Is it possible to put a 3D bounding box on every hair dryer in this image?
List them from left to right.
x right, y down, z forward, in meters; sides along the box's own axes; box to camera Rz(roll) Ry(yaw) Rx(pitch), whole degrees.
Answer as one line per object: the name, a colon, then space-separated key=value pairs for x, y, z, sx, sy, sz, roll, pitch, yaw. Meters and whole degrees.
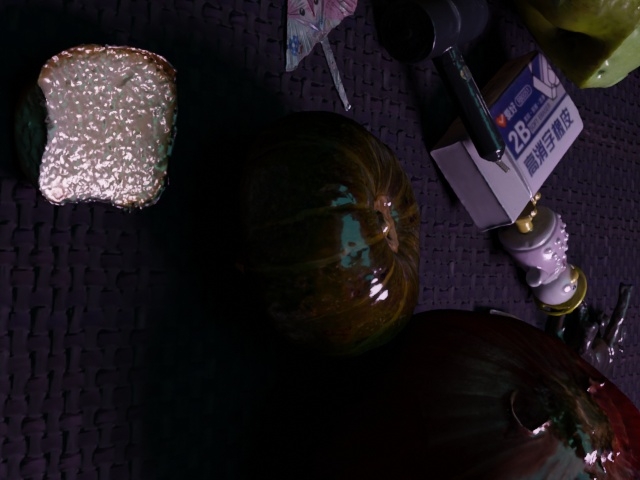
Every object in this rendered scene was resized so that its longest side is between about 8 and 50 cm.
hair dryer: x=0.159 y=-0.174 z=0.996 sx=0.124 sy=0.071 sz=0.219 roll=-28 pitch=93 yaw=-43

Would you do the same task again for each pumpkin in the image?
pumpkin: x=0.000 y=0.000 z=0.808 sx=0.219 sy=0.162 sz=0.219 roll=-13 pitch=90 yaw=-71

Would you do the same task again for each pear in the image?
pear: x=0.339 y=-0.339 z=1.076 sx=0.238 sy=0.342 sz=0.318 roll=43 pitch=52 yaw=6

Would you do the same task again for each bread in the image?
bread: x=-0.169 y=-0.085 z=0.691 sx=0.129 sy=0.044 sz=0.126 roll=-2 pitch=100 yaw=-51

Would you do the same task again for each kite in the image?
kite: x=0.005 y=-0.202 z=0.909 sx=0.137 sy=0.005 sz=0.152 roll=-51 pitch=127 yaw=-33

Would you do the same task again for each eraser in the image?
eraser: x=0.228 y=-0.122 z=1.102 sx=0.210 sy=0.068 sz=0.124 roll=-47 pitch=112 yaw=-36

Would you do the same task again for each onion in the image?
onion: x=0.139 y=0.213 z=0.850 sx=0.341 sy=0.341 sz=0.341 roll=-2 pitch=92 yaw=-48

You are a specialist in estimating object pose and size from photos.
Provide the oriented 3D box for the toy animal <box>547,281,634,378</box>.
toy animal: x=0.382 y=0.148 z=1.283 sx=0.233 sy=0.085 sz=0.148 roll=-30 pitch=114 yaw=-48

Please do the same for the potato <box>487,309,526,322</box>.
potato: x=0.233 y=0.112 z=1.156 sx=0.093 sy=0.036 sz=0.037 roll=20 pitch=113 yaw=-29

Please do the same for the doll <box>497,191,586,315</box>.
doll: x=0.287 y=0.023 z=1.173 sx=0.207 sy=0.081 sz=0.129 roll=57 pitch=36 yaw=-34
